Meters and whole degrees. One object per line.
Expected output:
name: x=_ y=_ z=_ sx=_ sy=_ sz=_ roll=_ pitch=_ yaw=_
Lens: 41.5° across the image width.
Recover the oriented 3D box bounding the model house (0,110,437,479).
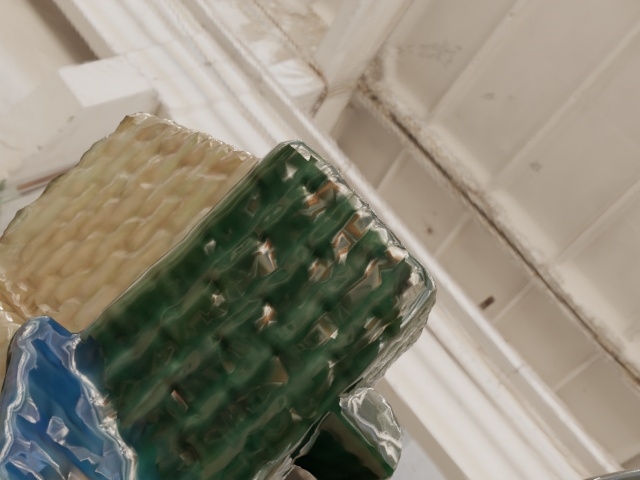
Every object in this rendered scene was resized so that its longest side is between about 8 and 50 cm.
model house: x=-0.120 y=0.164 z=0.672 sx=0.400 sy=0.445 sz=0.395 roll=22 pitch=-27 yaw=52

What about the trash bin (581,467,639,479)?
trash bin: x=0.193 y=0.239 z=0.540 sx=0.236 sy=0.101 sz=0.176 roll=114 pitch=-33 yaw=-70
